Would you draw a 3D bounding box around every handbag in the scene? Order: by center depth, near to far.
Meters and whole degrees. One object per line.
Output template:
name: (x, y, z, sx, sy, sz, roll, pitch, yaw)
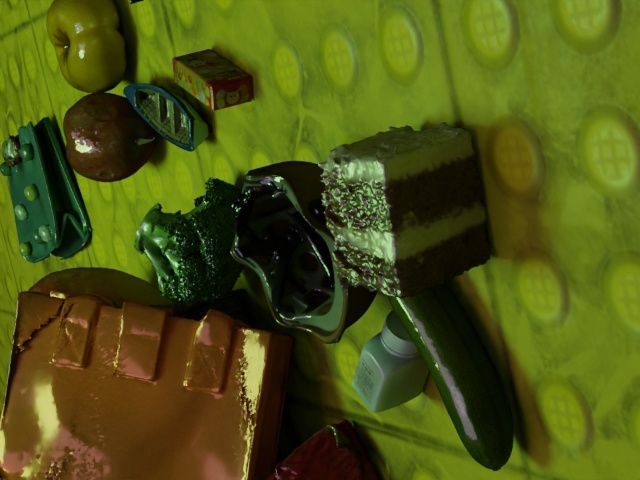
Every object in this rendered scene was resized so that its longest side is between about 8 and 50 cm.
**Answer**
handbag: (-0.254, 0.233, 1.631, 0.410, 0.116, 0.303, 8, 87, 19)
handbag: (-0.583, -0.091, 2.374, 0.269, 0.100, 0.274, -19, 88, 63)

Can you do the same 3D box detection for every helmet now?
helmet: (0.000, 0.000, 1.335, 0.224, 0.130, 0.198, 46, 147, 25)

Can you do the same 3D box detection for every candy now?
candy: (-0.147, -0.218, 1.554, 0.122, 0.062, 0.038, 39, 138, 47)

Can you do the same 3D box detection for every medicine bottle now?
medicine bottle: (0.086, 0.134, 1.307, 0.055, 0.074, 0.118, 53, 146, 34)

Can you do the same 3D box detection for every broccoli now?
broccoli: (-0.171, 0.001, 1.626, 0.156, 0.195, 0.195, 23, 132, 15)

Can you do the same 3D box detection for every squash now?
squash: (0.137, 0.119, 1.216, 0.258, 0.069, 0.069, 63, 151, 17)

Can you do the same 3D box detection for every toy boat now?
toy boat: (-0.232, -0.197, 1.738, 0.229, 0.046, 0.080, 35, 135, 50)

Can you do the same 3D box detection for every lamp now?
lamp: (-0.107, 0.239, 1.702, 0.089, 0.090, 0.325, -40, 68, 60)

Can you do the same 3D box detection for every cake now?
cake: (0.081, -0.034, 1.165, 0.135, 0.134, 0.147, 13, 122, 57)

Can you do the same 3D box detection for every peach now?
peach: (-0.377, -0.326, 1.871, 0.179, 0.103, 0.179, 44, 143, 46)
peach: (-0.352, 0.202, 1.914, 0.372, 0.372, 0.290, 36, 98, 49)

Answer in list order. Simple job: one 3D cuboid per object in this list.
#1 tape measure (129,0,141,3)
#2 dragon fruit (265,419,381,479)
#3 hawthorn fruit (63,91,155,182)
tape measure: (-0.264, -0.501, 1.550, 0.258, 0.130, 0.265, 53, 141, 29)
dragon fruit: (-0.019, 0.420, 1.515, 0.152, 0.205, 0.317, 45, 142, 41)
hawthorn fruit: (-0.323, -0.157, 1.853, 0.189, 0.149, 0.149, 21, 130, 18)
